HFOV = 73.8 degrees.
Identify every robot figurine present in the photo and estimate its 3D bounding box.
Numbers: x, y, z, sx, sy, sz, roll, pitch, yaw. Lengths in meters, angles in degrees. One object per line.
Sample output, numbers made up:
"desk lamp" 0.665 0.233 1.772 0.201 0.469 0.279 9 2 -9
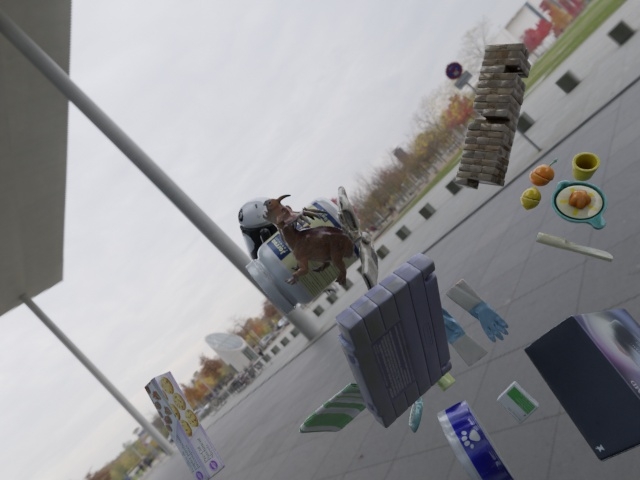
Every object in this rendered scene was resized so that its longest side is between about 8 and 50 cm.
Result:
"robot figurine" -0.206 -0.023 1.582 0.209 0.279 0.173 7 31 38

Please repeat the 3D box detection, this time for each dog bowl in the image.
"dog bowl" 0.479 0.638 1.319 0.104 0.265 0.265 -33 -2 7

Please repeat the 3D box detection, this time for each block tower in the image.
"block tower" 0.423 -0.292 1.040 0.090 0.097 0.336 5 -81 -50

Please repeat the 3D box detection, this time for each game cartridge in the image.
"game cartridge" 0.163 0.221 0.893 0.230 0.068 0.355 -32 -52 -15

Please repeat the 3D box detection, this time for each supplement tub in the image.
"supplement tub" -0.045 0.048 1.326 0.324 0.235 0.235 -41 -4 -6

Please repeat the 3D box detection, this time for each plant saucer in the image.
"plant saucer" 0.330 0.608 1.493 0.119 0.021 0.120 16 -90 -85

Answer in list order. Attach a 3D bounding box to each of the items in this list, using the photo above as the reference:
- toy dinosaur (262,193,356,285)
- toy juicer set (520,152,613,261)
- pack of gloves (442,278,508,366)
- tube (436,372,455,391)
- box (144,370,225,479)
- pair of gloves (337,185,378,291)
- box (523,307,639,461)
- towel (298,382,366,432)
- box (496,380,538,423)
"toy dinosaur" 0.000 0.000 1.081 0.127 0.295 0.201 38 118 58
"toy juicer set" 0.676 -0.101 1.188 0.089 0.209 0.329 58 -144 -56
"pack of gloves" 0.487 0.269 1.420 0.195 0.232 0.046 -48 -12 25
"tube" 0.392 0.442 1.578 0.062 0.240 0.070 -3 -45 -56
"box" -0.394 0.534 1.229 0.063 0.324 0.067 -44 -17 24
"pair of gloves" 0.097 -0.009 1.044 0.042 0.240 0.204 -21 19 12
"box" 0.744 0.347 1.080 0.293 0.296 0.183 1 -42 -33
"towel" 0.090 0.670 1.691 0.247 0.038 0.325 22 -59 -42
"box" 0.670 0.549 1.450 0.087 0.101 0.102 -49 -28 9
